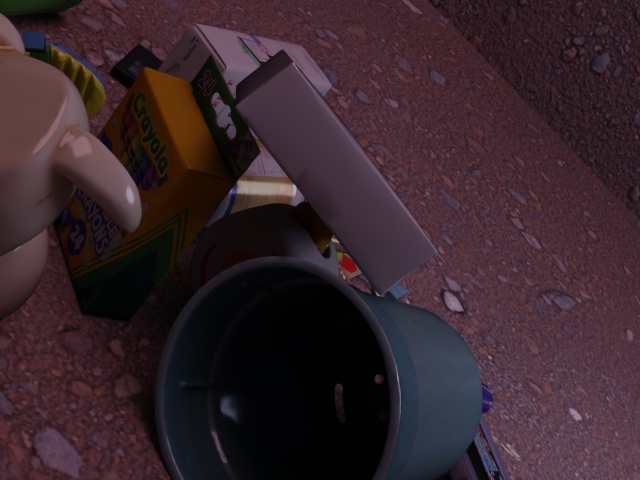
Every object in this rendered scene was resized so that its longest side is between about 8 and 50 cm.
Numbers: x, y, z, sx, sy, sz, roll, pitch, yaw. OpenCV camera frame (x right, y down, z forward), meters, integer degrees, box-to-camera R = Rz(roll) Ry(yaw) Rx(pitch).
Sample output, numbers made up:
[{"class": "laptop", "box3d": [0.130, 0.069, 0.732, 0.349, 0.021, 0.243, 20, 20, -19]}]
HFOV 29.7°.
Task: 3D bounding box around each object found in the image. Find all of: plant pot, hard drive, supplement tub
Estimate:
[{"class": "plant pot", "box3d": [0.027, 0.200, 1.537, 0.341, 0.341, 0.334, 54, 22, 24]}, {"class": "hard drive", "box3d": [-0.310, -0.296, 2.145, 0.094, 0.022, 0.135, 37, 27, -7]}, {"class": "supplement tub", "box3d": [-0.120, -0.091, 1.924, 0.200, 0.144, 0.144, 0, 47, -41]}]

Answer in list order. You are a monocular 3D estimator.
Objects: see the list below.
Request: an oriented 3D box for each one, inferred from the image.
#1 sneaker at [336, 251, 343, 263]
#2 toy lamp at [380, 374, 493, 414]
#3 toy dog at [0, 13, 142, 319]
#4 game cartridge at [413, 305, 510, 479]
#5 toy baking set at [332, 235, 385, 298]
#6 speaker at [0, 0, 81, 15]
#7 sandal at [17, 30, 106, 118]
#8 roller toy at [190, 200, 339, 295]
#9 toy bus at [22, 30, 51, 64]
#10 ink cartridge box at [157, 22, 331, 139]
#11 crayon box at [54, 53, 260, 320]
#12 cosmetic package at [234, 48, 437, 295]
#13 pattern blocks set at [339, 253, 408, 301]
[{"class": "sneaker", "box3d": [-0.048, 0.048, 1.911, 0.209, 0.081, 0.094, -5, 72, -36]}, {"class": "toy lamp", "box3d": [0.162, 0.223, 1.917, 0.275, 0.080, 0.080, 20, 33, -34]}, {"class": "toy dog", "box3d": [-0.388, -0.064, 1.300, 0.395, 0.408, 0.284, 13, 59, -8]}, {"class": "game cartridge", "box3d": [0.209, 0.273, 1.747, 0.230, 0.068, 0.355, 42, 25, -71]}, {"class": "toy baking set", "box3d": [0.028, 0.082, 1.907, 0.256, 0.030, 0.196, 9, 80, -40]}, {"class": "speaker", "box3d": [-0.506, -0.432, 1.982, 0.131, 0.131, 0.296, 46, 27, 10]}, {"class": "sandal", "box3d": [-0.467, -0.284, 1.824, 0.317, 0.126, 0.138, 27, 26, -28]}, {"class": "roller toy", "box3d": [-0.077, 0.043, 1.748, 0.191, 0.209, 0.146, 7, 13, 26]}, {"class": "toy bus", "box3d": [-0.442, -0.179, 1.704, 0.104, 0.202, 0.191, 4, 43, -4]}, {"class": "ink cartridge box", "box3d": [-0.149, -0.246, 2.078, 0.278, 0.201, 0.117, 1, 47, -51]}, {"class": "crayon box", "box3d": [-0.229, -0.077, 1.591, 0.083, 0.323, 0.203, 15, 36, -41]}, {"class": "cosmetic package", "box3d": [0.008, -0.104, 1.574, 0.284, 0.097, 0.377, 50, 4, -11]}, {"class": "pattern blocks set", "box3d": [0.000, 0.000, 2.088, 0.285, 0.026, 0.325, -11, 57, -51]}]
